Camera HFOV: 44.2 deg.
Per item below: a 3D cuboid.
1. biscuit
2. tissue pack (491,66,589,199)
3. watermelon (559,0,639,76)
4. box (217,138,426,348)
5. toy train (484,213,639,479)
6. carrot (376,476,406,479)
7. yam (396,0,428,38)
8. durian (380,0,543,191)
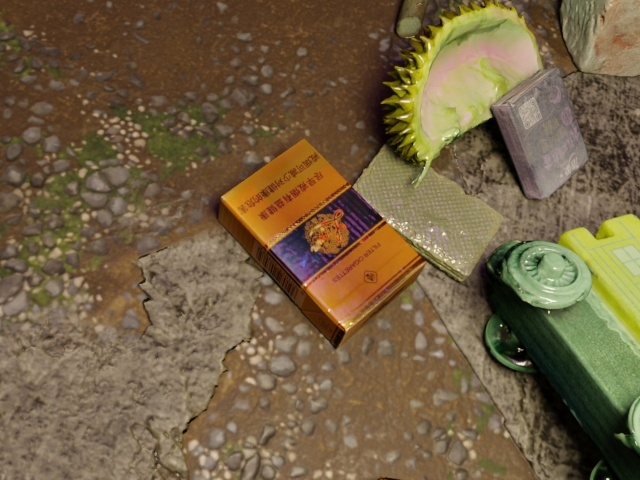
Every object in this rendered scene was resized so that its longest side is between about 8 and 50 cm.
[{"bbox_3d":[0.143,-0.043,1.084,0.199,0.041,0.121,34,64,7],"label":"biscuit"},{"bbox_3d":[0.316,-0.151,1.123,0.112,0.051,0.156,-38,115,-23],"label":"tissue pack"},{"bbox_3d":[0.492,-0.379,1.247,0.228,0.258,0.387,46,20,27],"label":"watermelon"},{"bbox_3d":[0.000,0.000,1.019,0.152,0.070,0.237,-38,78,-25],"label":"box"},{"bbox_3d":[0.384,0.147,0.926,0.272,0.179,0.442,-14,48,-19],"label":"toy train"},{"bbox_3d":[0.159,0.340,0.888,0.228,0.069,0.069,28,62,2],"label":"carrot"},{"bbox_3d":[0.147,-0.365,1.239,0.043,0.043,0.094,17,62,-3],"label":"yam"},{"bbox_3d":[0.209,-0.230,1.115,0.351,0.158,0.169,-31,74,-36],"label":"durian"}]
